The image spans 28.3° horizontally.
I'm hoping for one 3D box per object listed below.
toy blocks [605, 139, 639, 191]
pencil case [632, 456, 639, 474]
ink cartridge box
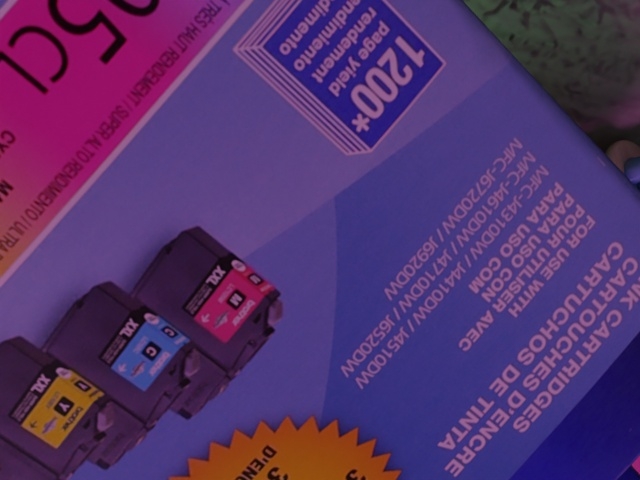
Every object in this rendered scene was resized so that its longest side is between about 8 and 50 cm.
[{"bbox_3d":[0.169,-0.003,0.693,0.123,0.054,0.148,32,143,-32],"label":"toy blocks"},{"bbox_3d":[0.204,0.118,0.859,0.209,0.095,0.098,14,135,-12],"label":"pencil case"},{"bbox_3d":[-0.012,0.032,0.531,0.395,0.270,0.151,40,-177,-30],"label":"ink cartridge box"}]
